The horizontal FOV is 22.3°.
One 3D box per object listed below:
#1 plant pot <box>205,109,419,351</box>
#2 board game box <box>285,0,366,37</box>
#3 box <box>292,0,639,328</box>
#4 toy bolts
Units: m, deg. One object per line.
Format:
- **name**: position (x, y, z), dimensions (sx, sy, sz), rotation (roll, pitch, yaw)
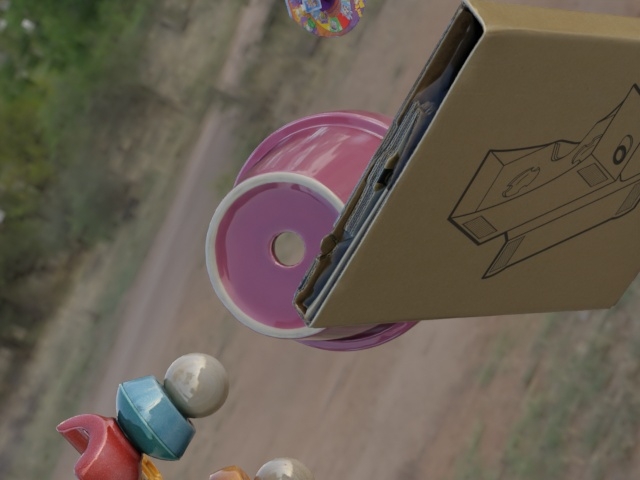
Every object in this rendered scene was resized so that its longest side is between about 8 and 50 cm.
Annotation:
- **plant pot**: position (0.000, 0.000, 1.298), dimensions (0.201, 0.201, 0.180), rotation (-62, -13, 17)
- **board game box**: position (0.006, -0.296, 1.681), dimensions (0.033, 0.168, 0.133), rotation (-14, 3, 41)
- **box**: position (0.101, -0.030, 0.720), dimensions (0.021, 0.201, 0.164), rotation (54, 129, 34)
- **toy bolts**: position (-0.126, 0.194, 1.525), dimensions (0.158, 0.228, 0.218), rotation (-37, 39, -2)
